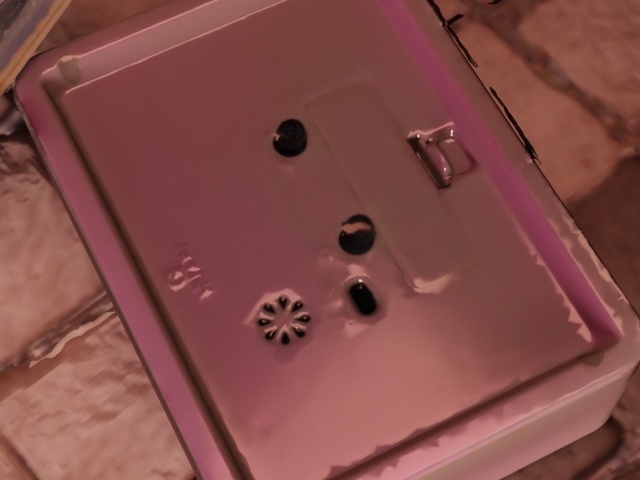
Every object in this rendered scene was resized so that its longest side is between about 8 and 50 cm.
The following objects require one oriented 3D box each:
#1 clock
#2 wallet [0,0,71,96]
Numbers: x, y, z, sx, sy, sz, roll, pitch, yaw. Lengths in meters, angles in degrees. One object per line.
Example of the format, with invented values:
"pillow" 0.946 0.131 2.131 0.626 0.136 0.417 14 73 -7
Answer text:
"clock" 0.000 0.000 0.505 0.150 0.063 0.197 -25 65 -11
"wallet" -0.196 -0.104 0.534 0.231 0.069 0.170 26 69 32
